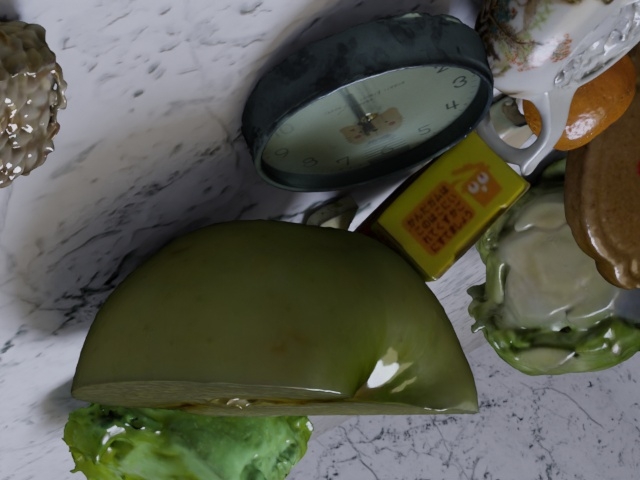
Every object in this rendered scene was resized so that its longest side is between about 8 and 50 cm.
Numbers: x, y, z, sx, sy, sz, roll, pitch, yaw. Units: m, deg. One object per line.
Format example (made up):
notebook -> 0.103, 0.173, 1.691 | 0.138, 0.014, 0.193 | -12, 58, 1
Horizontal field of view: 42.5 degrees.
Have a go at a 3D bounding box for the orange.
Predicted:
orange -> 0.296, -0.174, 0.954 | 0.136, 0.117, 0.135 | -32, 172, -5

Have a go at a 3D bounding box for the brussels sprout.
brussels sprout -> 0.472, 0.042, 1.452 | 0.425, 0.342, 0.361 | -40, 164, 28

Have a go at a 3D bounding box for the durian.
durian -> -0.161, 0.268, 1.129 | 0.340, 0.256, 0.204 | -31, 155, -57

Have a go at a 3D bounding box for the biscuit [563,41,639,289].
biscuit -> 0.488, -0.114, 1.147 | 0.381, 0.358, 0.074 | -4, -166, -29

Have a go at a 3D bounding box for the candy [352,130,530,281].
candy -> 0.115, -0.023, 0.927 | 0.146, 0.088, 0.276 | -45, 180, -6

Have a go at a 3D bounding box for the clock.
clock -> 0.043, -0.110, 0.723 | 0.226, 0.049, 0.226 | -16, 162, -5

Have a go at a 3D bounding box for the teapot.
teapot -> 0.234, -0.198, 0.752 | 0.204, 0.139, 0.298 | -21, 158, -40

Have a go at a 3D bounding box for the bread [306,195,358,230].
bread -> 0.000, 0.000, 1.044 | 0.068, 0.028, 0.153 | -26, 160, -25

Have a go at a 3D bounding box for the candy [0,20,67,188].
candy -> -0.193, -0.073, 0.446 | 0.110, 0.085, 0.095 | -28, 158, -48

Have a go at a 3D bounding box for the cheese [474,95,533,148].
cheese -> 0.221, -0.123, 1.068 | 0.092, 0.047, 0.171 | -26, 161, -13

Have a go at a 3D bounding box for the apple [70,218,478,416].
apple -> -0.058, 0.126, 0.823 | 0.360, 0.320, 0.311 | -11, -155, 44
